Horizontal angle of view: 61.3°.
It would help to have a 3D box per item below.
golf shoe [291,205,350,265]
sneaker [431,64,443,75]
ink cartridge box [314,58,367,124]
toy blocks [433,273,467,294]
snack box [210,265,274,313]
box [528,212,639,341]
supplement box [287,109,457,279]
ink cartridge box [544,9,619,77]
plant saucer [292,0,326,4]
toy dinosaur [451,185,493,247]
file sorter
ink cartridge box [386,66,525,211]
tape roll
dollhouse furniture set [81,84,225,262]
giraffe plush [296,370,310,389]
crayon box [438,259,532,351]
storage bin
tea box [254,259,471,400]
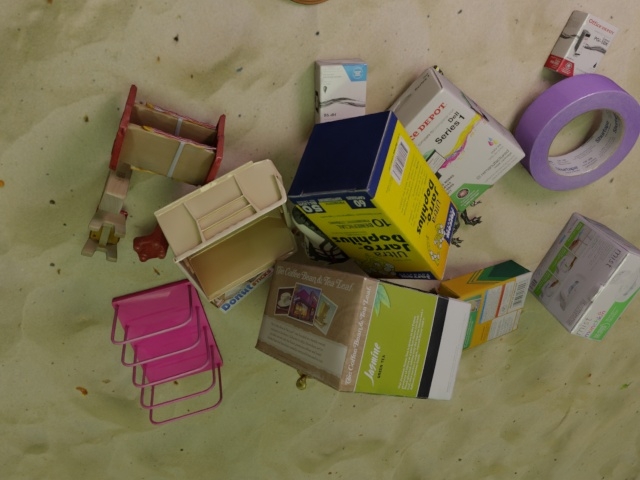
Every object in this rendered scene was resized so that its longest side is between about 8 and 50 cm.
[{"bbox_3d":[0.000,0.000,1.275,0.120,0.105,0.273,-32,146,18],"label":"golf shoe"},{"bbox_3d":[0.248,-0.352,1.222,0.035,0.031,0.083,27,109,-26],"label":"sneaker"},{"bbox_3d":[0.043,-0.299,1.184,0.104,0.060,0.180,-6,120,-11],"label":"ink cartridge box"},{"bbox_3d":[0.367,0.167,1.527,0.148,0.054,0.123,-31,120,4],"label":"toy blocks"},{"bbox_3d":[-0.200,0.111,1.373,0.178,0.022,0.064,-40,121,9],"label":"snack box"},{"bbox_3d":[0.727,0.097,1.475,0.126,0.231,0.262,17,113,-21],"label":"box"},{"bbox_3d":[0.128,-0.079,1.164,0.194,0.195,0.356,-1,149,38],"label":"supplement box"},{"bbox_3d":[0.600,-0.443,1.244,0.099,0.056,0.135,14,115,-20],"label":"ink cartridge box"},{"bbox_3d":[-0.018,-0.560,1.038,0.199,0.037,0.200,-6,120,-10],"label":"plant saucer"},{"bbox_3d":[0.348,-0.056,1.398,0.268,0.064,0.118,-42,113,13],"label":"toy dinosaur"},{"bbox_3d":[-0.371,0.281,1.332,0.202,0.182,0.291,-15,121,-6],"label":"file sorter"},{"bbox_3d":[0.286,-0.223,1.232,0.278,0.117,0.201,29,122,-26],"label":"ink cartridge box"},{"bbox_3d":[0.615,-0.254,1.299,0.274,0.090,0.275,-8,133,-8],"label":"tape roll"},{"bbox_3d":[-0.361,-0.115,1.161,0.201,0.152,0.374,17,130,-22],"label":"dollhouse furniture set"},{"bbox_3d":[-0.016,0.294,1.434,0.210,0.170,0.182,-9,120,-9],"label":"giraffe plush"},{"bbox_3d":[0.422,0.190,1.485,0.322,0.083,0.203,-14,123,-28],"label":"crayon box"},{"bbox_3d":[-0.182,-0.017,1.156,0.260,0.123,0.262,-29,158,-9],"label":"storage bin"},{"bbox_3d":[0.087,0.189,1.186,0.323,0.329,0.220,17,85,-34],"label":"tea box"}]
